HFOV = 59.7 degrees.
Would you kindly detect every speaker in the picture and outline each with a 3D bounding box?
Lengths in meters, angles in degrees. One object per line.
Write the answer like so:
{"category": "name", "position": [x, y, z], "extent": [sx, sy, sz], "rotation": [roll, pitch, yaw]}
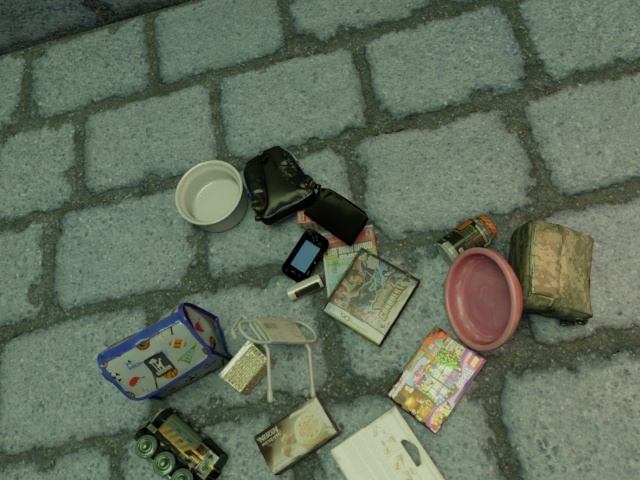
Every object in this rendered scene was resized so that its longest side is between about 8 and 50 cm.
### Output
{"category": "speaker", "position": [-0.057, 0.173, 2.050], "extent": [0.136, 0.055, 0.055], "rotation": [-24, 66, 1]}

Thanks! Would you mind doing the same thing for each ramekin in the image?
{"category": "ramekin", "position": [-0.422, -0.165, 2.213], "extent": [0.277, 0.135, 0.277], "rotation": [-4, 68, 10]}

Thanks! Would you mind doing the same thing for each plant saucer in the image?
{"category": "plant saucer", "position": [0.535, 0.189, 1.811], "extent": [0.084, 0.332, 0.332], "rotation": [0, 64, -25]}

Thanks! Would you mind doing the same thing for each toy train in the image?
{"category": "toy train", "position": [-0.474, 0.717, 1.888], "extent": [0.333, 0.142, 0.190], "rotation": [32, 66, 23]}

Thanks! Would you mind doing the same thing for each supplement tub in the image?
{"category": "supplement tub", "position": [0.516, 0.000, 1.964], "extent": [0.190, 0.117, 0.117], "rotation": [-34, 66, -3]}

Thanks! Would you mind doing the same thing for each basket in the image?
{"category": "basket", "position": [-0.254, 0.447, 1.952], "extent": [0.103, 0.113, 0.167], "rotation": [37, 80, 20]}

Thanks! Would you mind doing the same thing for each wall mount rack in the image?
{"category": "wall mount rack", "position": [-0.138, 0.377, 1.867], "extent": [0.304, 0.350, 0.130], "rotation": [49, 115, 35]}

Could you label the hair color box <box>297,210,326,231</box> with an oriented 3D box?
{"category": "hair color box", "position": [0.002, -0.077, 2.114], "extent": [0.167, 0.093, 0.054], "rotation": [-4, 68, 9]}

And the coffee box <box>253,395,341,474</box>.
{"category": "coffee box", "position": [-0.075, 0.645, 1.845], "extent": [0.246, 0.098, 0.141], "rotation": [-32, 66, -2]}

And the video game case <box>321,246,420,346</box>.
{"category": "video game case", "position": [0.177, 0.196, 1.975], "extent": [0.248, 0.035, 0.275], "rotation": [30, 78, 20]}

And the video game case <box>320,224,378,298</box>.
{"category": "video game case", "position": [0.115, 0.091, 2.062], "extent": [0.203, 0.025, 0.285], "rotation": [-10, 68, 8]}

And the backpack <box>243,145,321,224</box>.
{"category": "backpack", "position": [-0.163, -0.214, 2.140], "extent": [0.276, 0.213, 0.264], "rotation": [-25, 74, -5]}

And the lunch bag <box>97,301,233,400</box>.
{"category": "lunch bag", "position": [-0.517, 0.376, 1.886], "extent": [0.327, 0.385, 0.239], "rotation": [-30, 66, -2]}

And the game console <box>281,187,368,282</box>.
{"category": "game console", "position": [0.000, 0.000, 2.046], "extent": [0.213, 0.044, 0.361], "rotation": [34, 100, 6]}

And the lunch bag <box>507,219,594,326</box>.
{"category": "lunch bag", "position": [0.762, 0.108, 1.822], "extent": [0.255, 0.212, 0.305], "rotation": [10, 74, 0]}

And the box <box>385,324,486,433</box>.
{"category": "box", "position": [0.381, 0.457, 1.846], "extent": [0.201, 0.057, 0.293], "rotation": [34, 79, 21]}

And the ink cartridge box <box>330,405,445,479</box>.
{"category": "ink cartridge box", "position": [0.217, 0.725, 1.771], "extent": [0.261, 0.066, 0.296], "rotation": [-34, 67, -3]}
